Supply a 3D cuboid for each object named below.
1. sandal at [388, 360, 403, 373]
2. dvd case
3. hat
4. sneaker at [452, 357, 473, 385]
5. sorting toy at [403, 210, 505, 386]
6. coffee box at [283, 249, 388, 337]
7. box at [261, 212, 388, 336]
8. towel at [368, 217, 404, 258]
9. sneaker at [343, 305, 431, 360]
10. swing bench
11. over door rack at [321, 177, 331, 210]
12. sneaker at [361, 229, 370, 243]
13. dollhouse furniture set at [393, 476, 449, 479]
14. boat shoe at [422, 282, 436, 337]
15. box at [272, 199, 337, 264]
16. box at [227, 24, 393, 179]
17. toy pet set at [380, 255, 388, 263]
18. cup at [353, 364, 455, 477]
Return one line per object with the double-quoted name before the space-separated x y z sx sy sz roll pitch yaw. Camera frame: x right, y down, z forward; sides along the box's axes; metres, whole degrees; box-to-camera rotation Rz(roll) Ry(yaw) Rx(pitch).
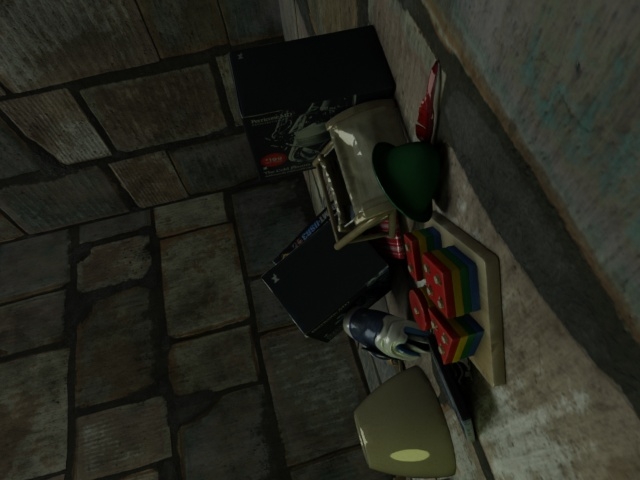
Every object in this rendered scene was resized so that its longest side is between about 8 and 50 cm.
"sandal" 0.269 0.429 1.720 0.072 0.048 0.180 82 173 -51
"dvd case" 0.289 0.331 1.005 0.253 0.022 0.181 59 -169 -53
"hat" 0.209 -0.153 0.818 0.208 0.183 0.173 23 -131 -38
"sneaker" 0.303 0.269 0.963 0.109 0.040 0.044 71 -148 -41
"sorting toy" 0.238 0.107 0.868 0.257 0.089 0.256 -116 13 -67
"coffee box" 0.046 0.173 1.852 0.338 0.334 0.338 124 132 -84
"box" 0.040 0.132 1.398 0.212 0.293 0.395 50 178 19
"towel" 0.166 -0.093 1.253 0.199 0.031 0.275 -167 66 -74
"sneaker" 0.233 0.292 1.279 0.236 0.130 0.322 14 164 47
"swing bench" 0.103 -0.145 1.066 0.255 0.165 0.254 116 141 -68
"over door rack" 0.062 -0.277 1.839 0.239 0.108 0.325 160 110 -85
"sneaker" 0.167 -0.064 1.436 0.097 0.084 0.235 27 -134 -65
"dollhouse furniture set" 0.290 0.824 1.364 0.262 0.258 0.135 117 141 -84
"boat shoe" 0.261 0.168 1.066 0.049 0.040 0.142 99 156 -79
"box" 0.000 0.000 1.528 0.073 0.293 0.295 45 -178 13
"box" -0.025 -0.325 1.138 0.312 0.342 0.179 87 169 -71
"toy pet set" 0.176 0.027 1.511 0.114 0.065 0.122 88 167 -69
"cup" 0.238 0.583 1.419 0.331 0.236 0.332 166 90 -86
